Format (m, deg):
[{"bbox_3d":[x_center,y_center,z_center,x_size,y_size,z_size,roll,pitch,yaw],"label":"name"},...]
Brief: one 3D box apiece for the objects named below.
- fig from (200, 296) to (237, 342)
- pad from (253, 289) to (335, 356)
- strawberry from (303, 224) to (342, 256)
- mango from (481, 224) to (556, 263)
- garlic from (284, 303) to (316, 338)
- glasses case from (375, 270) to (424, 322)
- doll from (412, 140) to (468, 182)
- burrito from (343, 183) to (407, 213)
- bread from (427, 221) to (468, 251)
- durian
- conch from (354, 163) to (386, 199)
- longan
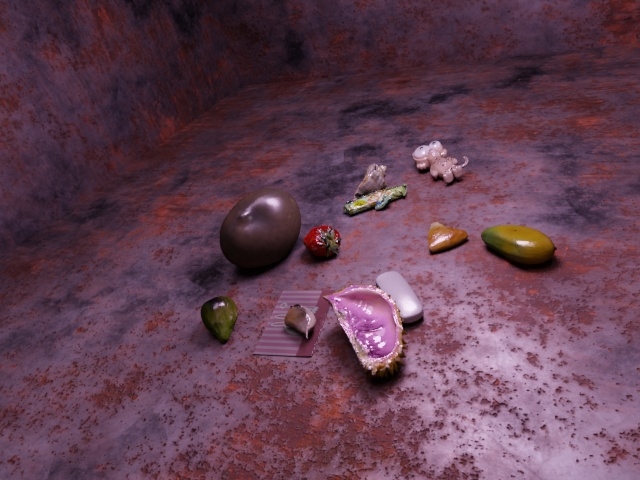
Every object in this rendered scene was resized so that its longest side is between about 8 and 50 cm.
[{"bbox_3d":[-0.330,0.265,1.662,0.123,0.123,0.156,-20,71,-6],"label":"fig"},{"bbox_3d":[-0.080,0.261,1.627,0.202,0.005,0.299,-2,36,21],"label":"pad"},{"bbox_3d":[0.001,0.006,1.881,0.148,0.131,0.131,-26,17,49],"label":"strawberry"},{"bbox_3d":[0.641,0.004,1.615,0.137,0.091,0.237,-22,33,-19],"label":"mango"},{"bbox_3d":[-0.052,0.254,1.570,0.152,0.066,0.084,19,74,47],"label":"garlic"},{"bbox_3d":[0.245,0.174,1.563,0.092,0.059,0.233,-19,32,-7],"label":"glasses case"},{"bbox_3d":[0.514,-0.342,2.163,0.154,0.119,0.278,-35,37,-6],"label":"doll"},{"bbox_3d":[0.235,-0.164,2.075,0.288,0.054,0.104,-20,33,-5],"label":"burrito"},{"bbox_3d":[0.422,-0.006,1.763,0.154,0.054,0.136,16,48,44],"label":"bread"},{"bbox_3d":[0.150,0.259,1.445,0.191,0.112,0.341,-16,40,-16],"label":"durian"},{"bbox_3d":[0.210,-0.253,2.143,0.207,0.155,0.130,-42,56,-6],"label":"conch"},{"bbox_3d":[-0.226,-0.046,1.916,0.350,0.288,0.288,-42,40,-21],"label":"longan"}]
